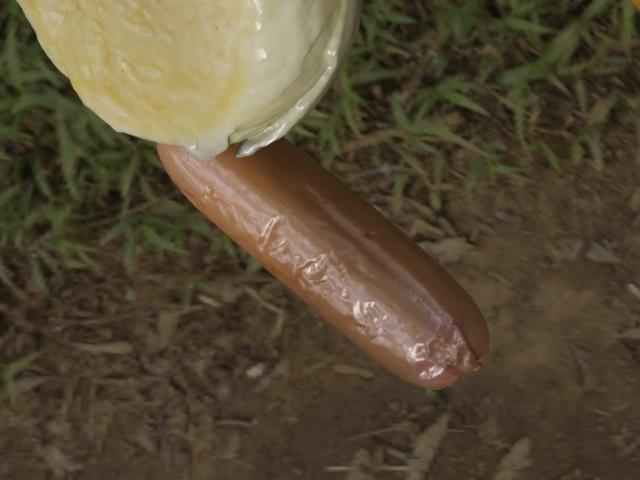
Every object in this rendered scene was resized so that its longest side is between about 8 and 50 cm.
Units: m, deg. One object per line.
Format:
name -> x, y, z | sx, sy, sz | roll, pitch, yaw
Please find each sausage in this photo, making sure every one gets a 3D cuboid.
sausage -> 0.001, 0.000, 1.037 | 0.289, 0.086, 0.086 | 39, 101, 15

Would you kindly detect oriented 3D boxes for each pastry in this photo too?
pastry -> -0.093, -0.181, 0.943 | 0.265, 0.133, 0.265 | 17, 129, 22

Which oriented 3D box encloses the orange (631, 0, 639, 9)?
orange -> 0.359, -0.292, 1.338 | 0.206, 0.206, 0.206 | -4, 80, 27
